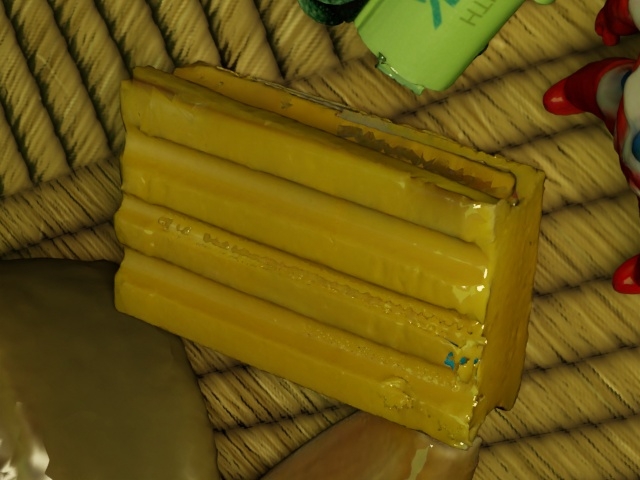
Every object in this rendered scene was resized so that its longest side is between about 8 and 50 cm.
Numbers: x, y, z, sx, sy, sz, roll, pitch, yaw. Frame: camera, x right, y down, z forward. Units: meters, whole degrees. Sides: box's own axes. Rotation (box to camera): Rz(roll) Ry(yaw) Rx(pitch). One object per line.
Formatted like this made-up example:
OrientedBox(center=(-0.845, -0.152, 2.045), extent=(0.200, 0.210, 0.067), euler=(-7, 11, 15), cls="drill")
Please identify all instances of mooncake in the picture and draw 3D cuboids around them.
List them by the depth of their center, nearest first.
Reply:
OrientedBox(center=(-0.246, 0.212, 1.359), extent=(0.393, 0.246, 0.394), euler=(-24, 76, 55), cls="mooncake")

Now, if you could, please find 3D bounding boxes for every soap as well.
OrientedBox(center=(0.001, 0.000, 1.193), extent=(0.324, 0.096, 0.204), euler=(21, 121, 28), cls="soap")

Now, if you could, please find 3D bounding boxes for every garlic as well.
OrientedBox(center=(0.007, 0.231, 1.296), extent=(0.318, 0.112, 0.143), euler=(-43, 79, 29), cls="garlic")

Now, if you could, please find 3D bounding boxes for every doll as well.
OrientedBox(center=(0.194, -0.050, 0.880), extent=(0.384, 0.099, 0.188), euler=(109, 140, -83), cls="doll")

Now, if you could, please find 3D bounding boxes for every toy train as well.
OrientedBox(center=(0.090, -0.203, 1.048), extent=(0.157, 0.105, 0.253), euler=(40, 129, -2), cls="toy train")
